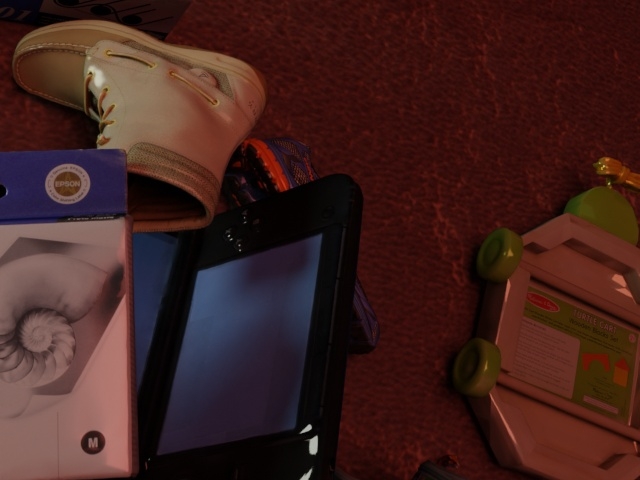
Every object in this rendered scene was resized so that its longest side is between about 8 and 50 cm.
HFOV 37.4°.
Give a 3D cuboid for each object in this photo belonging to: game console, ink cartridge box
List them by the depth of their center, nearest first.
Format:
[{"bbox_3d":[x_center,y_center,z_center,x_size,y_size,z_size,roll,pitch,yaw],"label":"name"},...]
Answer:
[{"bbox_3d":[-0.227,0.042,0.585,0.223,0.045,0.223,-3,74,-8],"label":"ink cartridge box"},{"bbox_3d":[-0.125,0.054,0.679,0.173,0.250,0.293,44,40,-39],"label":"game console"},{"bbox_3d":[-0.218,-0.215,0.779,0.207,0.097,0.046,5,74,-25],"label":"ink cartridge box"}]

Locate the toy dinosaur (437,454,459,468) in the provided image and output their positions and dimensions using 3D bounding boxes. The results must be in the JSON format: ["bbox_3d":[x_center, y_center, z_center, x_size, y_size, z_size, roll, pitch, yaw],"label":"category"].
[{"bbox_3d":[0.110,0.239,0.860,0.090,0.047,0.082,-8,62,-18],"label":"toy dinosaur"}]

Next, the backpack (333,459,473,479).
[{"bbox_3d":[0.081,0.279,0.719,0.253,0.225,0.191,41,79,-9],"label":"backpack"}]

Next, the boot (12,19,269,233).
[{"bbox_3d":[-0.162,-0.088,0.727,0.213,0.077,0.165,12,47,6],"label":"boot"}]

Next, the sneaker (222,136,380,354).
[{"bbox_3d":[0.000,0.000,0.846,0.087,0.083,0.221,-30,96,-42],"label":"sneaker"}]

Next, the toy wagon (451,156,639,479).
[{"bbox_3d":[0.273,0.080,0.969,0.267,0.068,0.344,24,66,-20],"label":"toy wagon"}]
